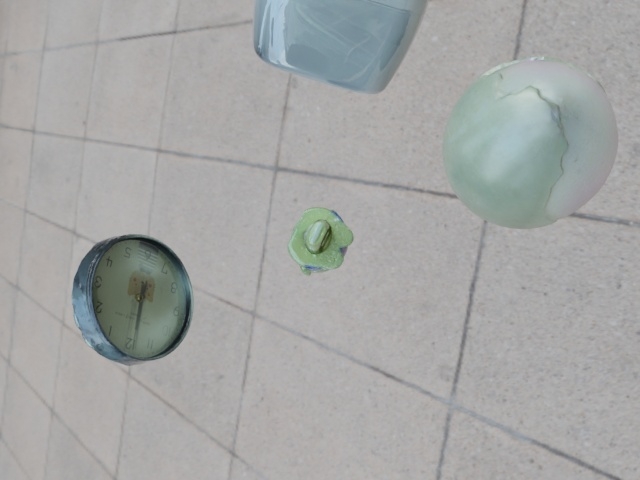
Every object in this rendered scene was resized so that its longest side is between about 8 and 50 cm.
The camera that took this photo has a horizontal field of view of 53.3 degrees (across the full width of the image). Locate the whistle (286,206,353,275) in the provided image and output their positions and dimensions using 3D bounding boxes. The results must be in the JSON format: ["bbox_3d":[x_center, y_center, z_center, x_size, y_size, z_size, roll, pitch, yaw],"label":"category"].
[{"bbox_3d":[0.000,0.000,0.920,0.227,0.085,0.105,95,-159,-85],"label":"whistle"}]

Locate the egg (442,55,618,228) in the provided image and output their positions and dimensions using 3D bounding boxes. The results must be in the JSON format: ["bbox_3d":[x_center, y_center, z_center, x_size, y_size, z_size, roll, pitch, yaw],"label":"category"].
[{"bbox_3d":[0.226,-0.105,0.691,0.183,0.217,0.182,0,89,5],"label":"egg"}]

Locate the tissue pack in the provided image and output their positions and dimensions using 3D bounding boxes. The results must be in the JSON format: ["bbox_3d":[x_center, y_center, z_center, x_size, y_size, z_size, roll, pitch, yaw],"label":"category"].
[{"bbox_3d":[0.035,-0.363,0.877,0.333,0.230,0.235,-86,14,-61],"label":"tissue pack"}]

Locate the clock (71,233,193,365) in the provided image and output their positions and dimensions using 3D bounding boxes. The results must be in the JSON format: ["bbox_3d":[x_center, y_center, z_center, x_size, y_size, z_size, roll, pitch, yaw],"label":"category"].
[{"bbox_3d":[-0.312,0.098,1.089,0.049,0.226,0.225,-16,76,34],"label":"clock"}]
